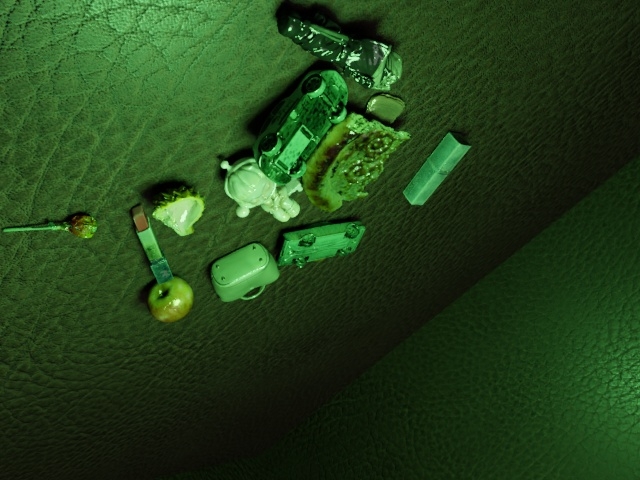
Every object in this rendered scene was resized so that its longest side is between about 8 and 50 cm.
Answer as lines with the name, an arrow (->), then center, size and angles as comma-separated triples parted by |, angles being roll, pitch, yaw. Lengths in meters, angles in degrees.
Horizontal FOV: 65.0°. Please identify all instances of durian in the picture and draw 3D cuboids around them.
durian -> -0.375, -0.082, 1.330 | 0.140, 0.078, 0.224 | -35, 162, -17

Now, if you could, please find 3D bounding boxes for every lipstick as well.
lipstick -> 0.401, -0.245, 1.762 | 0.076, 0.078, 0.290 | -2, 140, -40
lipstick -> -0.474, 0.016, 1.403 | 0.051, 0.051, 0.312 | -20, 147, -15

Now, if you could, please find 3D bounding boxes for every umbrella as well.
umbrella -> 0.055, -0.435, 1.153 | 0.357, 0.106, 0.113 | 8, 113, -43

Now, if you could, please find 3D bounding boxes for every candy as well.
candy -> -0.642, -0.031, 1.201 | 0.200, 0.061, 0.060 | -4, 141, -26

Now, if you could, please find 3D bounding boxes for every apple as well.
apple -> -0.467, 0.186, 1.572 | 0.146, 0.147, 0.147 | -22, 148, -15

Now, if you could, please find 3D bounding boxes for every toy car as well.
toy car -> -0.059, -0.290, 1.250 | 0.306, 0.125, 0.136 | -56, 142, -1
toy car -> 0.000, 0.000, 1.747 | 0.320, 0.097, 0.141 | -11, 144, -28

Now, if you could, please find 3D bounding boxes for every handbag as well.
handbag -> -0.260, 0.128, 1.753 | 0.241, 0.109, 0.315 | -25, 162, -8

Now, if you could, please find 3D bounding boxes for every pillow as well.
pillow -> 0.153, -0.331, 1.465 | 0.135, 0.034, 0.211 | 6, 132, -38

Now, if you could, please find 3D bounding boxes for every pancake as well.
pancake -> 0.084, -0.209, 1.509 | 0.304, 0.067, 0.427 | -3, 148, -30

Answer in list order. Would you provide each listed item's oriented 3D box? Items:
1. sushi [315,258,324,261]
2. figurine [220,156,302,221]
sushi -> 0.007, 0.039, 1.865 | 0.099, 0.047, 0.050 | -56, 157, 8
figurine -> -0.161, -0.154, 1.363 | 0.181, 0.145, 0.256 | -20, 157, 22
